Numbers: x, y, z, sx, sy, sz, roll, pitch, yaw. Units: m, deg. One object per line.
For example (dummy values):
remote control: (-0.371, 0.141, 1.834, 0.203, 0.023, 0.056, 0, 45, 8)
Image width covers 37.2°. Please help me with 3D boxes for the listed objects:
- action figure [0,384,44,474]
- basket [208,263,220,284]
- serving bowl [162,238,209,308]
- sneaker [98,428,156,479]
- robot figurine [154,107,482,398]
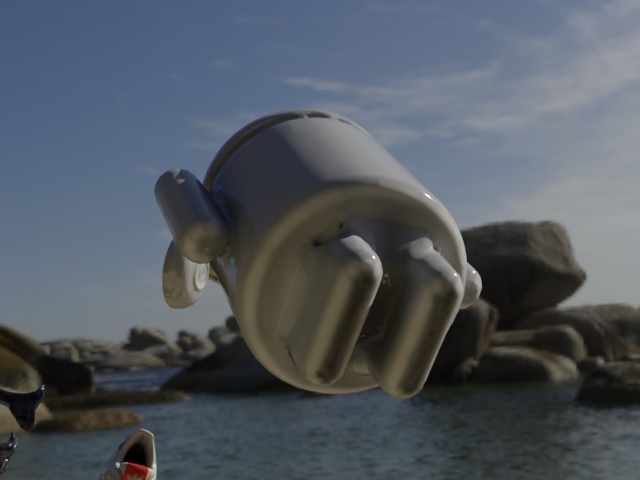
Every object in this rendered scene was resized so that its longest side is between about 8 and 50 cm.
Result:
action figure: (-0.485, 0.181, 1.136, 0.275, 0.164, 0.141, 27, -2, -18)
basket: (-0.076, -0.005, 1.288, 0.113, 0.167, 0.103, 31, -9, -29)
serving bowl: (-0.137, 0.033, 1.007, 0.027, 0.083, 0.083, 7, -3, 15)
sneaker: (-0.188, 0.245, 0.881, 0.057, 0.161, 0.075, 21, -53, -9)
robot figurine: (0.000, 0.000, 0.863, 0.300, 0.200, 0.353, 16, 18, -23)
